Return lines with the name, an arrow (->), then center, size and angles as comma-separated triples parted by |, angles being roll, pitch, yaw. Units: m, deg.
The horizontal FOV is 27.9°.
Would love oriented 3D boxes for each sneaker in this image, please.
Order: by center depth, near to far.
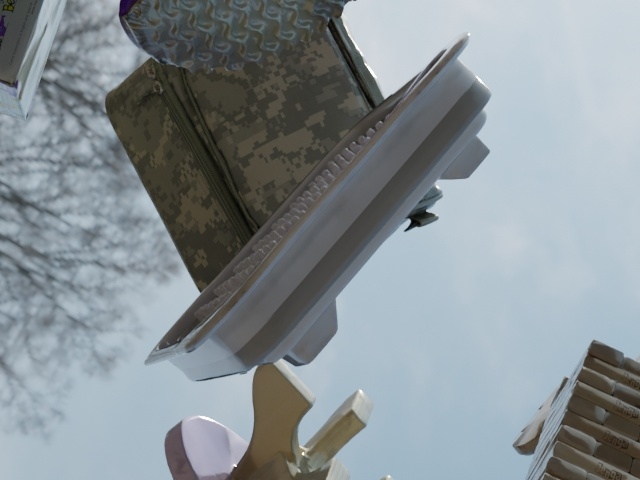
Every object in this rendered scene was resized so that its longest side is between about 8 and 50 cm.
sneaker -> -0.013, -0.230, 0.813 | 0.293, 0.102, 0.146 | -37, -129, 1

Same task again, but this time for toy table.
toy table -> -0.020, 0.264, 1.395 | 0.161, 0.274, 0.252 | -40, -163, 18

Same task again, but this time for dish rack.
dish rack -> 0.000, 0.000, 0.948 | 0.285, 0.072, 0.333 | -50, -174, -15

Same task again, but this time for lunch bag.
lunch bag -> -0.036, -0.107, 1.310 | 0.256, 0.213, 0.305 | -31, -97, 35

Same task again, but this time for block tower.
block tower -> 0.189, 0.212, 0.936 | 0.335, 0.091, 0.097 | -58, 172, -49

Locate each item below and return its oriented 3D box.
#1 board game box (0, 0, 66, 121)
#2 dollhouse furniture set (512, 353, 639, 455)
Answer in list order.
board game box -> -0.352, -0.215, 1.030 | 0.142, 0.275, 0.144 | 144, -37, -78
dollhouse furniture set -> 0.415, 0.285, 1.239 | 0.394, 0.362, 0.256 | -35, -177, 46
